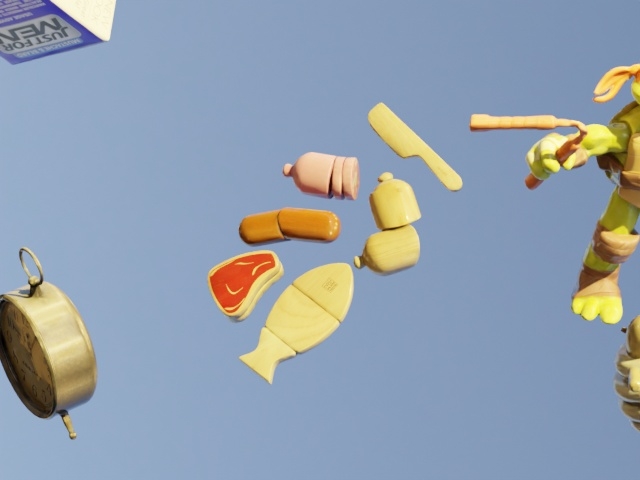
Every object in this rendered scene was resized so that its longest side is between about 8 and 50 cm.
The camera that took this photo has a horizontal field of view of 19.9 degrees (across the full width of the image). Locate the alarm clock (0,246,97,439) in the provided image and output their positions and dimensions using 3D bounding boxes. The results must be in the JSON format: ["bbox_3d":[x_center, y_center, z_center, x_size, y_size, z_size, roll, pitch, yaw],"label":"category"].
[{"bbox_3d":[-0.266,0.088,1.759,0.129,0.064,0.192,36,-39,44],"label":"alarm clock"}]

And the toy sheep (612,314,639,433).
[{"bbox_3d":[0.256,0.110,1.325,0.091,0.091,0.132,3,-58,54],"label":"toy sheep"}]

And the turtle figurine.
[{"bbox_3d":[0.227,-0.045,1.317,0.087,0.269,0.217,-117,-158,-52],"label":"turtle figurine"}]

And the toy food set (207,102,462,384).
[{"bbox_3d":[0.000,0.000,0.789,0.078,0.122,0.019,46,-8,25],"label":"toy food set"}]

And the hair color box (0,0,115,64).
[{"bbox_3d":[-0.279,-0.290,1.312,0.110,0.339,0.185,-8,-117,30],"label":"hair color box"}]
